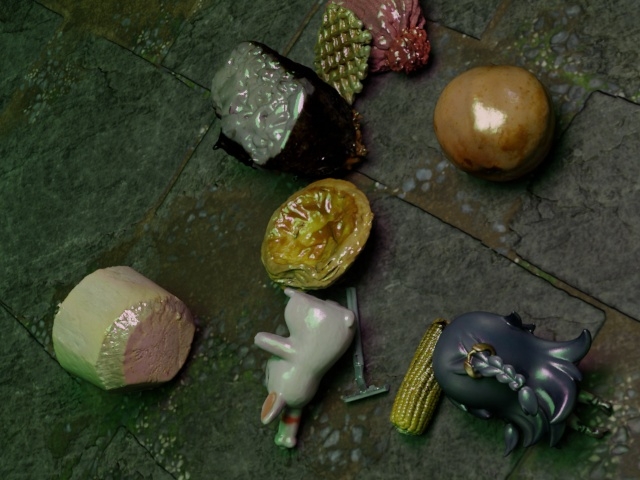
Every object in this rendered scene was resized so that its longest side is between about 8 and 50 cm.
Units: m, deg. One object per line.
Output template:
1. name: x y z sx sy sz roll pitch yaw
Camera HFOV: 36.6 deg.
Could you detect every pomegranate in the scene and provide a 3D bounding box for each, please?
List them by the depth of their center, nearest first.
1. pomegranate: 0.294 -0.199 1.625 0.207 0.207 0.207 -13 63 28

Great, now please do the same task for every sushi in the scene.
1. sushi: -0.082 -0.238 1.889 0.234 0.207 0.348 -55 45 17

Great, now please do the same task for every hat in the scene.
1. hat: 0.125 -0.425 1.891 0.286 0.107 0.237 54 130 36

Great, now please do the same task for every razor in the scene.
1. razor: 0.064 0.177 1.714 0.084 0.036 0.211 -20 61 22

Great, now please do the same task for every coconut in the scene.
1. coconut: -0.394 0.172 1.891 0.244 0.239 0.239 21 82 37

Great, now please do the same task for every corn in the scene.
1. corn: 0.175 0.225 1.600 0.072 0.072 0.203 18 79 37

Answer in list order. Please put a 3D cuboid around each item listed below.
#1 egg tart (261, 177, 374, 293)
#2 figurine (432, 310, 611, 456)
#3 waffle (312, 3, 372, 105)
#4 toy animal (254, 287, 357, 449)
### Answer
1. egg tart: 0.000 0.000 1.783 0.241 0.106 0.241 -18 51 24
2. figurine: 0.297 0.206 1.477 0.265 0.197 0.175 6 49 39
3. waffle: 0.041 -0.365 1.904 0.169 0.036 0.184 48 138 39
4. toy animal: -0.048 0.218 1.693 0.138 0.140 0.282 38 99 38
